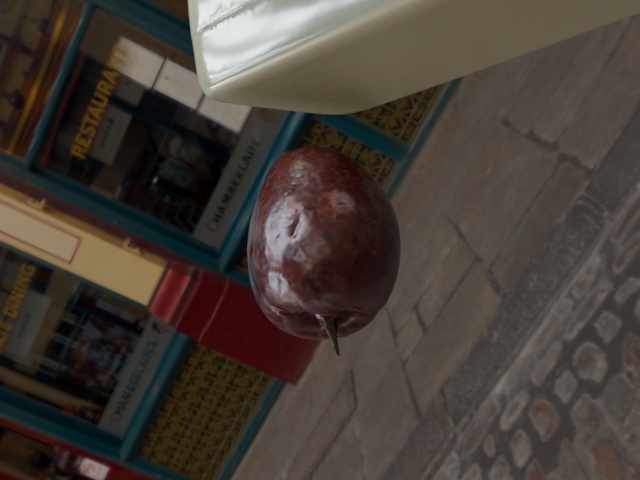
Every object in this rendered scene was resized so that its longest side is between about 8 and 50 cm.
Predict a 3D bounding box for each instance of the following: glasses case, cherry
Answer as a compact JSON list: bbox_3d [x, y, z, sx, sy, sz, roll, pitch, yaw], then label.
[{"bbox_3d":[0.077,-0.133,0.326,0.312,0.131,0.070,-11,86,44],"label":"glasses case"},{"bbox_3d":[0.000,0.000,0.943,0.230,0.202,0.301,87,171,-62],"label":"cherry"}]
